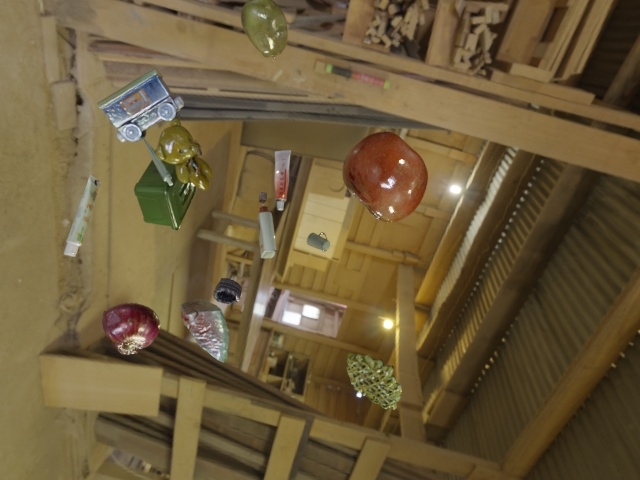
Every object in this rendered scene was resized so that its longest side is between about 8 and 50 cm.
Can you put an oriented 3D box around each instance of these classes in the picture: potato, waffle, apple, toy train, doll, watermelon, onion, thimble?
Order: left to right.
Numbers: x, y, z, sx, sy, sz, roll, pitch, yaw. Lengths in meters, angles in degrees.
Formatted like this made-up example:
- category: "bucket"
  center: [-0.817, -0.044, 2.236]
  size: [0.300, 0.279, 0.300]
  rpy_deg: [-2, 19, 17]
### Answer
- category: "onion"
  center: [-0.936, 0.421, 2.116]
  size: [0.256, 0.230, 0.272]
  rpy_deg: [114, -40, -72]
- category: "toy train"
  center: [-0.705, -0.526, 1.670]
  size: [0.299, 0.202, 0.131]
  rpy_deg: [-31, -162, 0]
- category: "doll"
  center: [-0.363, -0.231, 1.184]
  size: [0.209, 0.097, 0.137]
  rpy_deg: [49, 50, -51]
- category: "watermelon"
  center: [-0.269, 0.208, 1.020]
  size: [0.094, 0.180, 0.081]
  rpy_deg: [-31, 157, -37]
- category: "thimble"
  center: [-0.366, 0.204, 1.665]
  size: [0.095, 0.104, 0.066]
  rpy_deg: [-46, -160, 32]
- category: "potato"
  center: [-0.226, -0.881, 1.767]
  size: [0.159, 0.174, 0.251]
  rpy_deg: [-53, 141, -30]
- category: "waffle"
  center: [0.257, 0.698, 2.108]
  size: [0.073, 0.317, 0.297]
  rpy_deg: [-37, 128, -45]
- category: "apple"
  center: [0.254, -0.250, 1.658]
  size: [0.277, 0.348, 0.348]
  rpy_deg: [-44, -178, 2]

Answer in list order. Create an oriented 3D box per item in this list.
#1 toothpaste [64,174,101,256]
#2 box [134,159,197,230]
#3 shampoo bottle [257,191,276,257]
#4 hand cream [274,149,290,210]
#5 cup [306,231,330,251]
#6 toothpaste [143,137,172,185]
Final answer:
- category: "toothpaste"
  center: [-0.907, -0.094, 1.614]
  size: [0.058, 0.056, 0.314]
  rpy_deg: [-8, -114, 49]
- category: "box"
  center: [-0.693, -0.230, 1.909]
  size: [0.329, 0.178, 0.253]
  rpy_deg: [-83, 175, -48]
- category: "shampoo bottle"
  center: [-0.247, -0.068, 1.889]
  size: [0.153, 0.071, 0.284]
  rpy_deg: [126, -44, -70]
- category: "hand cream"
  center: [-0.135, -0.213, 1.483]
  size: [0.038, 0.052, 0.216]
  rpy_deg: [152, -60, -74]
- category: "cup"
  center: [-0.001, 0.005, 1.691]
  size: [0.075, 0.083, 0.054]
  rpy_deg: [-21, 128, -47]
- category: "toothpaste"
  center: [-0.570, -0.276, 1.483]
  size: [0.029, 0.197, 0.048]
  rpy_deg: [-31, 171, -7]
